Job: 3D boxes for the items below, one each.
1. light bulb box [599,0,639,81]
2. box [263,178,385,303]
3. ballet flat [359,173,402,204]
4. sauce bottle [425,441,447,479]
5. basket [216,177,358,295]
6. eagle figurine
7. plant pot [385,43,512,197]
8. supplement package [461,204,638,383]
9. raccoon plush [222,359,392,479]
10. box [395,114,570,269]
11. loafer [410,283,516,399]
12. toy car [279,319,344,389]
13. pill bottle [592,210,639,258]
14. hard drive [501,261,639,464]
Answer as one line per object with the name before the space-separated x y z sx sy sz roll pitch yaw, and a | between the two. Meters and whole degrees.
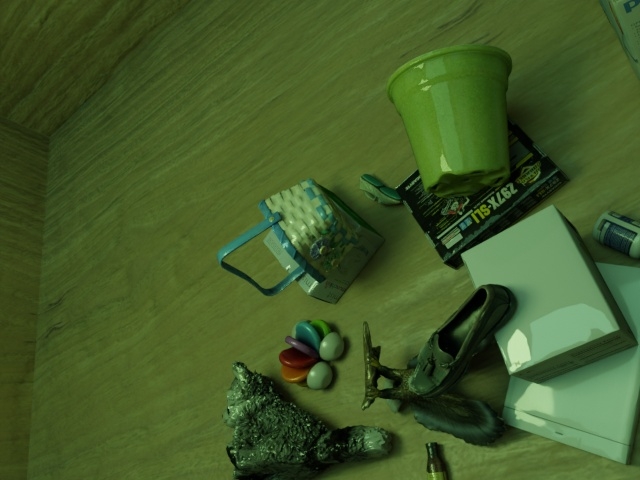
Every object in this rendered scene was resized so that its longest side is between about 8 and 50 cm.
light bulb box | 0.641 -0.522 1.079 0.225 0.361 0.357 -26 57 30
box | 0.000 0.000 1.566 0.231 0.127 0.262 -54 48 10
ballet flat | 0.163 -0.125 1.542 0.168 0.057 0.052 43 129 45
sauce bottle | 0.247 0.496 1.217 0.042 0.042 0.128 -23 57 32
basket | -0.075 0.008 1.373 0.289 0.255 0.201 -34 57 10
eagle figurine | 0.238 0.304 1.230 0.298 0.225 0.226 -2 112 11
plant pot | 0.296 -0.237 1.245 0.276 0.276 0.253 -16 75 35
supplement package | 0.426 0.105 1.089 0.204 0.145 0.261 -33 55 27
raccoon plush | -0.049 0.435 1.448 0.447 0.216 0.299 -9 49 7
box | 0.363 -0.129 1.349 0.322 0.079 0.257 -43 52 19
loafer | 0.245 0.182 1.064 0.267 0.084 0.096 -54 45 15
toy car | -0.042 0.286 1.478 0.159 0.136 0.182 20 86 43
pill bottle | 0.597 -0.006 1.107 0.120 0.067 0.067 36 97 43
hard drive | 0.503 0.214 1.111 0.233 0.047 0.353 8 78 42
